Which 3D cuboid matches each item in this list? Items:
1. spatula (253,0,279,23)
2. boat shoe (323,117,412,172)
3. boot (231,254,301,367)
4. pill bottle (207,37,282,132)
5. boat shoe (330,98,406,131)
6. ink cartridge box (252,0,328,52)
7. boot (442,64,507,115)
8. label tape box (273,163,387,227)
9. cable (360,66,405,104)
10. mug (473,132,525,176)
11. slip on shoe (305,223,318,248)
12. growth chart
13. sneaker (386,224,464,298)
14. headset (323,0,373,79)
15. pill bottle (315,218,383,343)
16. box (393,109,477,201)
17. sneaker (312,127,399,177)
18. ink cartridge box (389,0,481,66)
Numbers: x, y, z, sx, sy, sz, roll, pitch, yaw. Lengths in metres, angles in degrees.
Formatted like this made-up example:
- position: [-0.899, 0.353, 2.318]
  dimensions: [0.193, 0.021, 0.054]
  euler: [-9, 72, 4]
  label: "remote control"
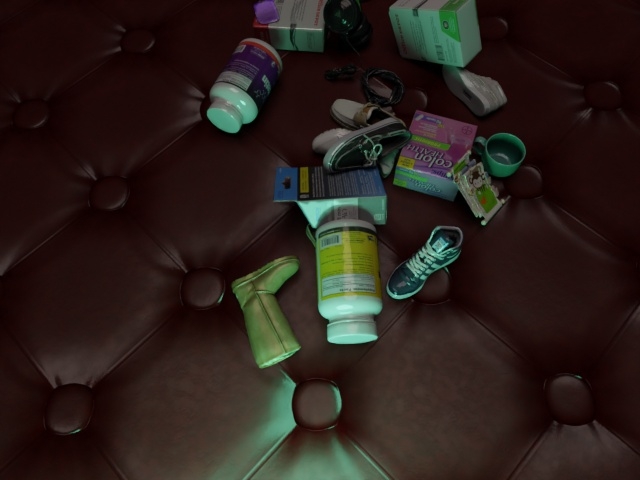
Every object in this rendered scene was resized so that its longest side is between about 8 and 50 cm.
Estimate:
- position: [-0.232, -0.948, 1.956]
  dimensions: [0.084, 0.030, 0.297]
  euler: [-17, 64, -1]
  label: "spatula"
- position: [0.155, -0.285, 1.605]
  dimensions: [0.306, 0.113, 0.105]
  euler: [-26, 50, -23]
  label: "boat shoe"
- position: [-0.122, 0.207, 1.511]
  dimensions: [0.236, 0.089, 0.270]
  euler: [-27, 67, 1]
  label: "boot"
- position: [-0.274, -0.547, 1.811]
  dimensions: [0.181, 0.181, 0.323]
  euler: [19, 68, 11]
  label: "pill bottle"
- position: [0.172, -0.432, 1.783]
  dimensions: [0.302, 0.103, 0.113]
  euler: [27, 69, 14]
  label: "boat shoe"
- position: [-0.106, -0.854, 1.984]
  dimensions: [0.272, 0.114, 0.197]
  euler: [6, 65, 6]
  label: "ink cartridge box"
- position: [0.561, -0.564, 1.850]
  dimensions: [0.123, 0.095, 0.258]
  euler: [-25, 71, -21]
  label: "boot"
- position: [0.027, -0.144, 1.598]
  dimensions: [0.333, 0.106, 0.241]
  euler: [-3, 32, 0]
  label: "label tape box"
- position: [0.228, -0.580, 1.882]
  dimensions: [0.150, 0.047, 0.185]
  euler: [-16, 65, -5]
  label: "cable"
- position: [0.599, -0.289, 1.705]
  dimensions: [0.129, 0.097, 0.158]
  euler: [-23, 66, -8]
  label: "mug"
- position: [0.000, 0.000, 1.622]
  dimensions: [0.051, 0.041, 0.135]
  euler: [-31, 68, -12]
  label: "slip on shoe"
- position: [0.497, -0.169, 1.611]
  dimensions: [0.237, 0.021, 0.172]
  euler: [51, 58, -17]
  label: "growth chart"
- position: [0.315, 0.057, 1.523]
  dimensions: [0.282, 0.153, 0.099]
  euler: [-35, 68, -13]
  label: "sneaker"
- position: [0.081, -0.809, 1.912]
  dimensions: [0.185, 0.243, 0.395]
  euler: [-10, 81, 24]
  label: "headset"
- position: [0.083, 0.121, 1.478]
  dimensions: [0.187, 0.188, 0.334]
  euler: [-3, 70, 1]
  label: "pill bottle"
- position: [0.382, -0.285, 1.700]
  dimensions: [0.213, 0.117, 0.243]
  euler: [18, 67, 10]
  label: "box"
- position: [0.113, -0.294, 1.723]
  dimensions: [0.296, 0.111, 0.129]
  euler: [10, 71, 7]
  label: "sneaker"
- position: [0.409, -0.759, 1.817]
  dimensions: [0.289, 0.211, 0.121]
  euler: [29, 66, 41]
  label: "ink cartridge box"
